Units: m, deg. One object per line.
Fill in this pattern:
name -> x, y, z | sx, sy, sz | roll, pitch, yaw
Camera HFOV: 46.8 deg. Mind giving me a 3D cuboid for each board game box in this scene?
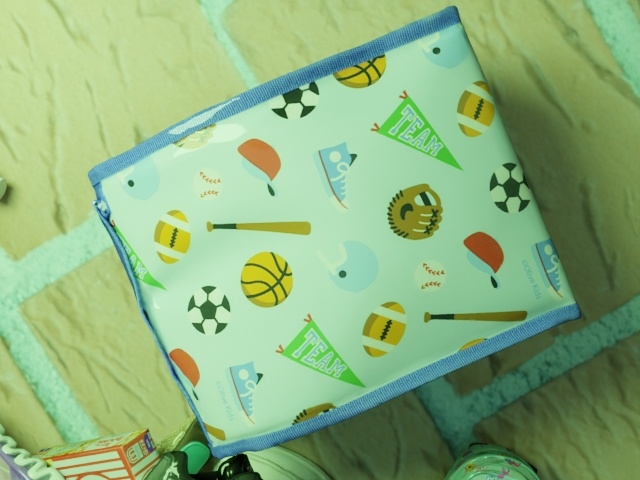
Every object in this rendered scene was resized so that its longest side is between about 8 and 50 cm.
board game box -> -0.247, 0.301, 0.846 | 0.194, 0.045, 0.146 | -19, 95, 32

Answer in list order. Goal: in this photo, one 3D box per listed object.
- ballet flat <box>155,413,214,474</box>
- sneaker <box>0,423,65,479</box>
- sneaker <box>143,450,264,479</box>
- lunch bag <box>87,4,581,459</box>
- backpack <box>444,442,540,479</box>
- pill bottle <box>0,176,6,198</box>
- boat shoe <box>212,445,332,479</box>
ballet flat -> -0.131, 0.216, 0.863 | 0.206, 0.067, 0.073 | -39, 118, 6
sneaker -> -0.398, 0.261, 0.831 | 0.236, 0.105, 0.095 | 28, 118, 21
sneaker -> -0.067, 0.299, 0.760 | 0.276, 0.097, 0.135 | 25, 73, -10
lunch bag -> 0.000, 0.000, 0.757 | 0.386, 0.239, 0.327 | -25, 92, -6
backpack -> 0.190, 0.329, 0.843 | 0.152, 0.115, 0.181 | 20, 93, 2
pill bottle -> -0.411, -0.073, 0.857 | 0.083, 0.043, 0.043 | 22, 96, 0
boat shoe -> -0.009, 0.335, 0.858 | 0.277, 0.096, 0.098 | 36, 97, -1
